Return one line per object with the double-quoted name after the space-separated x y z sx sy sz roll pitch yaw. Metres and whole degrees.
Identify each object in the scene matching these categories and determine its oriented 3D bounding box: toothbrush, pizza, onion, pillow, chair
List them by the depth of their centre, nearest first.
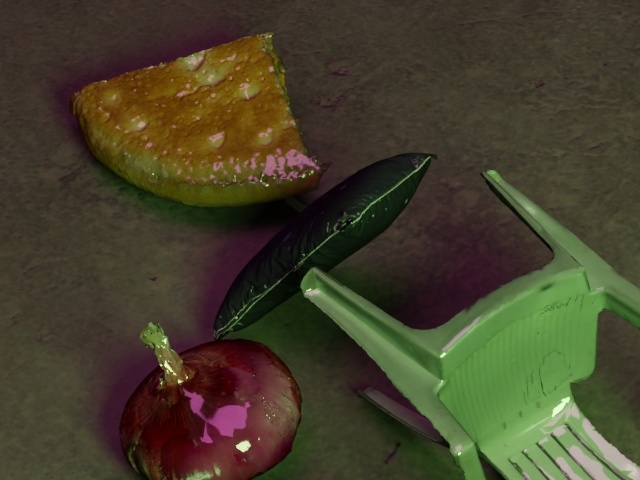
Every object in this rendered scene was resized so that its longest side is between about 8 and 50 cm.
0.150 0.112 1.441 0.203 0.191 0.274 -28 40 -17 "chair"
-0.094 0.114 1.486 0.150 0.140 0.150 -15 30 9 "onion"
0.000 0.000 1.562 0.055 0.208 0.141 49 45 -4 "pillow"
-0.036 -0.046 1.730 0.017 0.014 0.162 -36 48 -24 "toothbrush"
-0.098 -0.110 1.761 0.292 0.058 0.197 15 55 29 "pizza"
